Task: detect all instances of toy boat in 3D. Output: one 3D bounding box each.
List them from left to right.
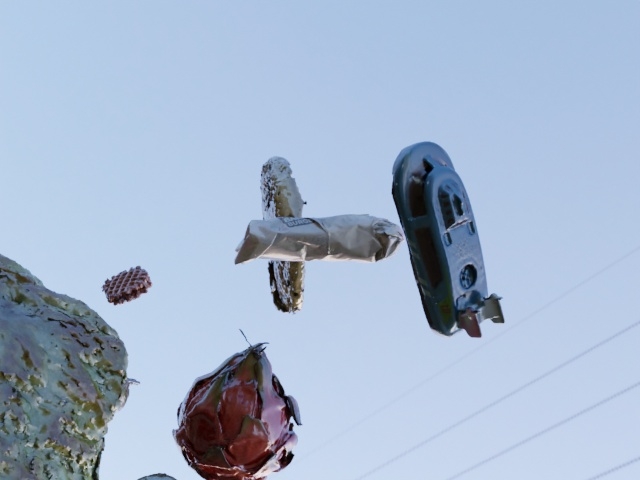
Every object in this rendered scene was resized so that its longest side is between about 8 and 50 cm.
[{"bbox_3d":[0.201,-0.006,1.366,0.092,0.134,0.298,-3,-73,50],"label":"toy boat"}]

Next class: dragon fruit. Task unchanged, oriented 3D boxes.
[{"bbox_3d":[-0.151,0.303,1.618,0.234,0.234,0.292,5,-93,31],"label":"dragon fruit"}]

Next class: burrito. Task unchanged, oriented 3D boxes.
[{"bbox_3d":[0.000,-0.001,1.062,0.203,0.064,0.064,-1,-56,-14],"label":"burrito"}]

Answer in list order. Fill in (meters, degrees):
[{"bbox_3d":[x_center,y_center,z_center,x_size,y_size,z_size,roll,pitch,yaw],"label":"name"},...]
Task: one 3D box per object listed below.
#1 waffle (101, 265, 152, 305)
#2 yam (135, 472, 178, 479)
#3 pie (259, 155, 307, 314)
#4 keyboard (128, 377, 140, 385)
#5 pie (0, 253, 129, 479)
[{"bbox_3d":[-0.299,0.071,1.404,0.083,0.075,0.029,27,-35,55],"label":"waffle"},{"bbox_3d":[-0.266,0.585,1.591,0.133,0.133,0.330,-3,-77,34],"label":"yam"},{"bbox_3d":[-0.062,-0.008,1.529,0.055,0.274,0.274,-5,-60,-10],"label":"pie"},{"bbox_3d":[-0.420,0.260,1.743,0.061,0.204,0.013,0,-106,18],"label":"keyboard"},{"bbox_3d":[-0.430,0.193,1.098,0.395,0.418,0.180,32,-63,-8],"label":"pie"}]
